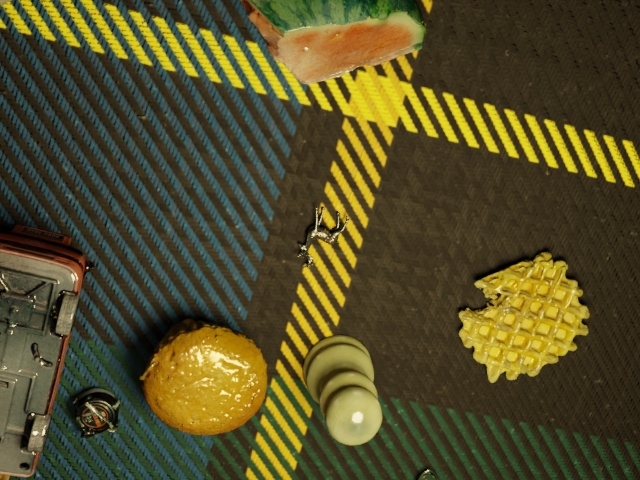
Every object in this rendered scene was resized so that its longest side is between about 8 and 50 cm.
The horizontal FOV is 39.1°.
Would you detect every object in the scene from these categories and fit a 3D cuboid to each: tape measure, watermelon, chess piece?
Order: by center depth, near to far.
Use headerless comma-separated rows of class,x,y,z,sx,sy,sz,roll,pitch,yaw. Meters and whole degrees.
watermelon,0.024,-0.383,1.479,0.292,0.222,0.319,-25,116,0
chess piece,0.050,0.295,1.700,0.144,0.251,0.144,-3,109,-8
tape measure,-0.434,0.336,1.754,0.091,0.054,0.094,-9,116,-6

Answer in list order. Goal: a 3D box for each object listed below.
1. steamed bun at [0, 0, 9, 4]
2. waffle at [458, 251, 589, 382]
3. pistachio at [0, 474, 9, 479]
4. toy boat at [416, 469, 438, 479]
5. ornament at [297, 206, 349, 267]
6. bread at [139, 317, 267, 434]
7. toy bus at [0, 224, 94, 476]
steamed bun,-0.531,-0.473,1.354,0.383,0.236,0.247,-16,154,-1
waffle,0.407,0.159,1.809,0.261,0.056,0.250,-25,110,-1
pistachio,-0.710,0.468,1.718,0.215,0.144,0.144,-16,109,-2
toy boat,0.222,0.548,1.911,0.055,0.060,0.141,3,105,-7
ornament,0.000,0.000,1.716,0.073,0.028,0.125,19,103,-13
bread,-0.217,0.259,1.712,0.239,0.139,0.240,-2,109,-7
toy bus,-0.546,0.188,1.602,0.203,0.233,0.427,14,108,-12
